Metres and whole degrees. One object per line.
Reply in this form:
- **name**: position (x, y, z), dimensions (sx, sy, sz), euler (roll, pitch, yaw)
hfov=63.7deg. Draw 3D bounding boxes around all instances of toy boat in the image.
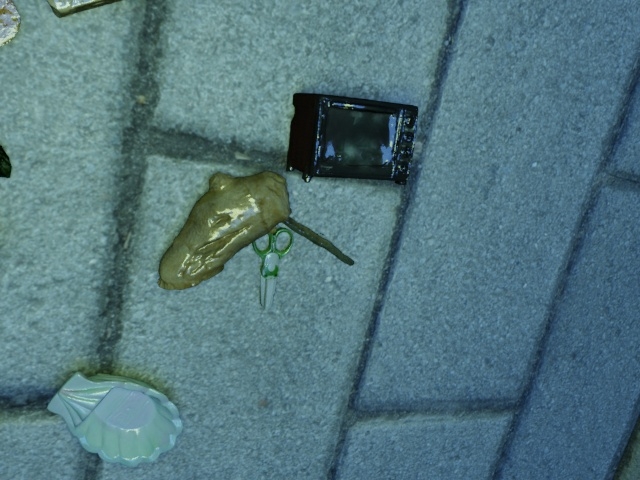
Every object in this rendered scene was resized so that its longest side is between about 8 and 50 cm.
- **toy boat**: position (-0.454, 0.386, 1.165), dimensions (0.199, 0.100, 0.290), euler (-49, 119, -1)

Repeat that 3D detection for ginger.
- **ginger**: position (-0.213, -0.023, 1.110), dimensions (0.354, 0.126, 0.190), euler (-47, 123, -4)

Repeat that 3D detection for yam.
- **yam**: position (-0.001, 0.001, 1.265), dimensions (0.234, 0.029, 0.027), euler (33, 120, -30)

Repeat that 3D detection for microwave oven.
- **microwave oven**: position (0.067, -0.221, 1.123), dimensions (0.247, 0.188, 0.178), euler (0, 108, -23)

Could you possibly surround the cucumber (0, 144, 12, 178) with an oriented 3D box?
- **cucumber**: position (-0.637, -0.208, 0.904), dimensions (0.067, 0.067, 0.245), euler (-34, 115, -8)

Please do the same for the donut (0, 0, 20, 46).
- **donut**: position (-0.574, -0.380, 0.885), dimensions (0.108, 0.043, 0.097), euler (-24, 115, -15)

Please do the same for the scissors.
- **scissors**: position (-0.123, 0.068, 1.234), dimensions (0.100, 0.027, 0.205), euler (2, 105, -22)

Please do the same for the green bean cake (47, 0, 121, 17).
- **green bean cake**: position (-0.392, -0.455, 0.897), dimensions (0.179, 0.109, 0.085), euler (-23, 115, -13)
